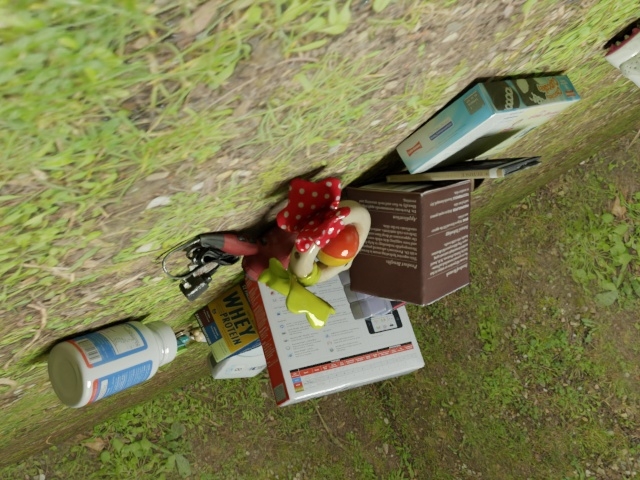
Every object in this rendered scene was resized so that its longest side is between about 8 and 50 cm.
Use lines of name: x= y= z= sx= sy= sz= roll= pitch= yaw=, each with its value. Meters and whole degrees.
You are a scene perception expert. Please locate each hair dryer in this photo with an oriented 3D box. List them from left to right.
hair dryer: x=-0.112 y=0.022 z=1.056 sx=0.294 sy=0.080 sz=0.223 roll=-28 pitch=168 yaw=-14

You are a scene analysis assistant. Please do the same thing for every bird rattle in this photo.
bird rattle: x=0.000 y=0.000 z=1.018 sx=0.207 sy=0.143 sz=0.253 roll=-22 pitch=135 yaw=-46

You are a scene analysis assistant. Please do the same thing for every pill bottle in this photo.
pill bottle: x=-0.388 y=0.225 z=1.188 sx=0.124 sy=0.124 sz=0.222 roll=-36 pitch=166 yaw=35

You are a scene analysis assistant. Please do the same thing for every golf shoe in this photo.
golf shoe: x=0.649 y=-0.336 z=1.163 sx=0.306 sy=0.140 sz=0.115 roll=-22 pitch=166 yaw=-37

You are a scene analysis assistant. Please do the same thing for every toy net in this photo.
toy net: x=-0.357 y=0.279 z=1.670 sx=0.122 sy=0.045 sz=0.232 roll=-35 pitch=168 yaw=29

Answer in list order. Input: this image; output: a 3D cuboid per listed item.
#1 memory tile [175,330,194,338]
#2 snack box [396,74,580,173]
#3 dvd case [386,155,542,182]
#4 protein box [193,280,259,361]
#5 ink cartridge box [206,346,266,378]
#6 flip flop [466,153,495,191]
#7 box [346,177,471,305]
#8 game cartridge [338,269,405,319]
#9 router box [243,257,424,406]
memory tile: x=-0.407 y=0.278 z=1.699 sx=0.113 sy=0.012 sz=0.148 roll=-27 pitch=170 yaw=-8
snack box: x=0.300 y=-0.206 z=1.083 sx=0.322 sy=0.060 sz=0.187 roll=-18 pitch=168 yaw=-44
dvd case: x=0.254 y=-0.125 z=1.100 sx=0.221 sy=0.018 sz=0.165 roll=1 pitch=-167 yaw=40
protein box: x=-0.158 y=0.181 z=1.539 sx=0.201 sy=0.135 sz=0.200 roll=-33 pitch=168 yaw=24
ink cartridge box: x=-0.104 y=0.295 z=1.871 sx=0.385 sy=0.091 sz=0.308 roll=8 pitch=133 yaw=-38
flip flop: x=0.337 y=-0.155 z=1.371 sx=0.277 sy=0.080 sz=0.112 roll=-37 pitch=167 yaw=37
box: x=0.164 y=-0.009 z=1.144 sx=0.169 sy=0.203 sz=0.167 roll=10 pitch=-161 yaw=40
game cartridge: x=0.148 y=0.029 z=1.348 sx=0.068 sy=0.230 sz=0.355 roll=-28 pitch=172 yaw=34
router box: x=0.031 y=0.178 z=1.381 sx=0.336 sy=0.301 sz=0.082 roll=-7 pitch=159 yaw=-26
